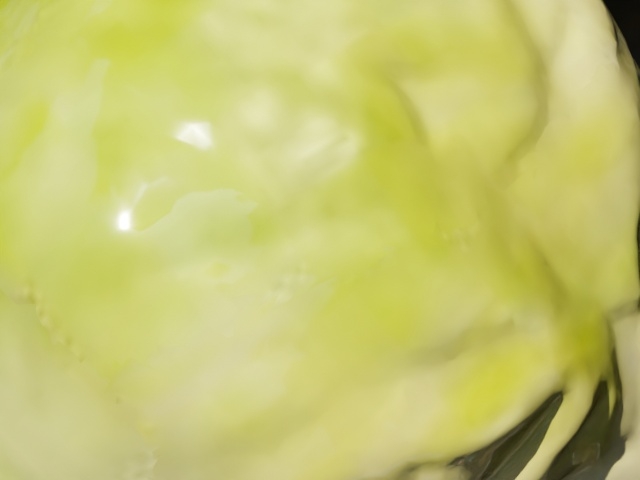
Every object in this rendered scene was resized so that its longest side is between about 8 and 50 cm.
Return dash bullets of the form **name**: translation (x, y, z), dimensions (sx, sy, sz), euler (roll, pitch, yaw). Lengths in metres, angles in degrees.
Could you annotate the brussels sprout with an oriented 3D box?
- **brussels sprout**: translation (-0.013, 0.002, 0.539), dimensions (0.316, 0.274, 0.242), euler (56, 159, 10)
